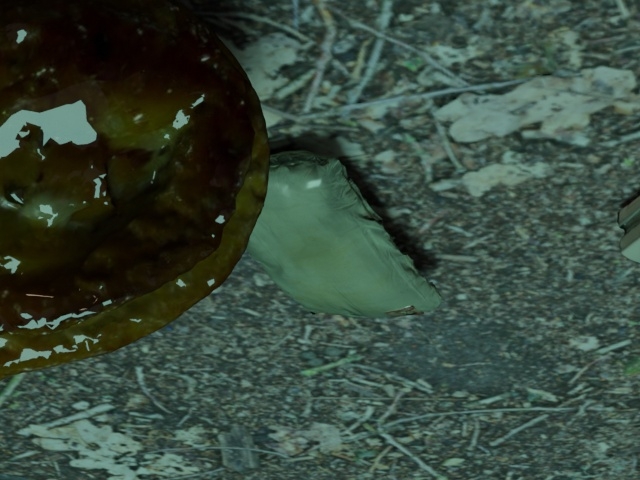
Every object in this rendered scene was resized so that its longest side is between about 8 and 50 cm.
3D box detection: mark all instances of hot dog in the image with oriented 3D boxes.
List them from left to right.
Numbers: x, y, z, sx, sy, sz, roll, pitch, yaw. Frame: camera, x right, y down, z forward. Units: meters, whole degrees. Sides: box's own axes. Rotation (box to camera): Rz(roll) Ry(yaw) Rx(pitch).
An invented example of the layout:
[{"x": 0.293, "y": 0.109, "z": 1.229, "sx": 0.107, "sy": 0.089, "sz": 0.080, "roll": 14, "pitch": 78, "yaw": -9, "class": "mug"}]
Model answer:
[{"x": -0.227, "y": -0.042, "z": 1.264, "sx": 0.388, "sy": 0.266, "sz": 0.174, "roll": -8, "pitch": -173, "yaw": 19, "class": "hot dog"}]

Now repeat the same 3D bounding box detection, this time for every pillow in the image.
[{"x": 0.000, "y": 0.000, "z": 1.470, "sx": 0.128, "sy": 0.051, "sz": 0.229, "roll": -7, "pitch": 146, "yaw": 27, "class": "pillow"}]

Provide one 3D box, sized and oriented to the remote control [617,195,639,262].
[{"x": 0.381, "y": 0.011, "z": 1.454, "sx": 0.277, "sy": 0.055, "sz": 0.103, "roll": 18, "pitch": 145, "yaw": -21, "class": "remote control"}]
